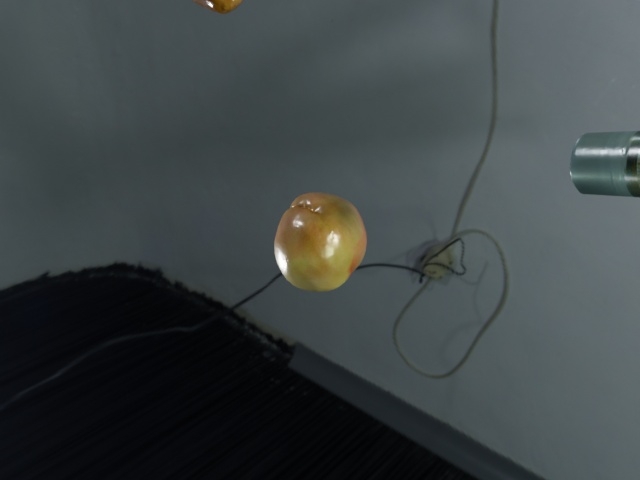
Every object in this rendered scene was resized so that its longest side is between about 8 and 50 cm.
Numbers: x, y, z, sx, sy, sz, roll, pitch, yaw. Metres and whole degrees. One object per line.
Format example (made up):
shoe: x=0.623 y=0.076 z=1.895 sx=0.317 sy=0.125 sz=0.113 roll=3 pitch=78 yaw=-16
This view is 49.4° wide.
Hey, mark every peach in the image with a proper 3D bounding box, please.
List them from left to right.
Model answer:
peach: x=0.000 y=0.000 z=1.281 sx=0.184 sy=0.184 sz=0.184 roll=20 pitch=122 yaw=36

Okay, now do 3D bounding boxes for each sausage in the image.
sausage: x=-0.186 y=-0.444 z=1.172 sx=0.238 sy=0.098 sz=0.098 roll=-135 pitch=41 yaw=-53

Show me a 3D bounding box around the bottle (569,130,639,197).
bottle: x=0.426 y=-0.084 z=0.775 sx=0.286 sy=0.082 sz=0.082 roll=8 pitch=115 yaw=48
